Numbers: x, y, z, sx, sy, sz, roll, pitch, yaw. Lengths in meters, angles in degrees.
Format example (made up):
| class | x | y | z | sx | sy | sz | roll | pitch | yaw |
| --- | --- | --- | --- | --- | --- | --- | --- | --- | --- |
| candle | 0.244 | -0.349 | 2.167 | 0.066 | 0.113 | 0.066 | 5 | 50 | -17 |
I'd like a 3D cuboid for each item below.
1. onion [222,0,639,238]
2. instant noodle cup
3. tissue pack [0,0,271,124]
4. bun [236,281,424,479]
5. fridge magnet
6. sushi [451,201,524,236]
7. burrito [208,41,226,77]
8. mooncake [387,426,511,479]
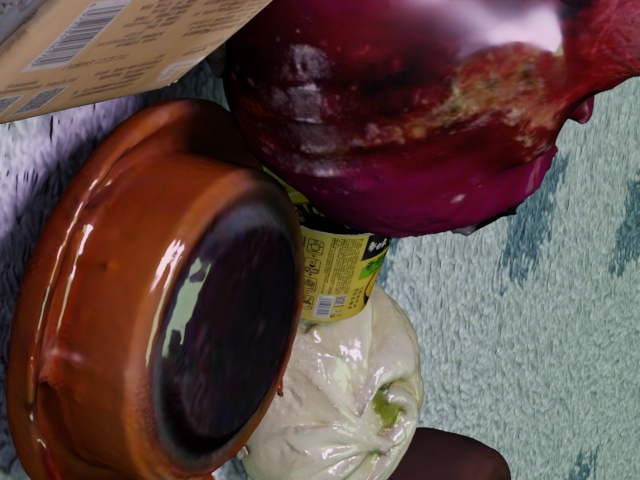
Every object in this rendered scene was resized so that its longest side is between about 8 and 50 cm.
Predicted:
| class | x | y | z | sx | sy | sz | roll | pitch | yaw |
| --- | --- | --- | --- | --- | --- | --- | --- | --- | --- |
| onion | 0.134 | -0.185 | 1.446 | 0.398 | 0.420 | 0.398 | -17 | 115 | -40 |
| instant noodle cup | 0.000 | 0.000 | 1.776 | 0.151 | 0.151 | 0.122 | -35 | 144 | -53 |
| tissue pack | -0.184 | -0.222 | 1.245 | 0.305 | 0.239 | 0.238 | -21 | 123 | -59 |
| bun | 0.024 | 0.164 | 1.887 | 0.259 | 0.160 | 0.259 | -45 | 143 | -50 |
| fridge magnet | -0.130 | 0.060 | 1.519 | 0.363 | 0.155 | 0.363 | -41 | 139 | -49 |
| sushi | 0.129 | -0.145 | 1.865 | 0.238 | 0.225 | 0.218 | -54 | -173 | 48 |
| burrito | -0.052 | -0.219 | 1.650 | 0.171 | 0.042 | 0.051 | -54 | 170 | -27 |
| mooncake | 0.117 | 0.407 | 2.197 | 0.326 | 0.174 | 0.333 | -50 | 144 | -44 |
